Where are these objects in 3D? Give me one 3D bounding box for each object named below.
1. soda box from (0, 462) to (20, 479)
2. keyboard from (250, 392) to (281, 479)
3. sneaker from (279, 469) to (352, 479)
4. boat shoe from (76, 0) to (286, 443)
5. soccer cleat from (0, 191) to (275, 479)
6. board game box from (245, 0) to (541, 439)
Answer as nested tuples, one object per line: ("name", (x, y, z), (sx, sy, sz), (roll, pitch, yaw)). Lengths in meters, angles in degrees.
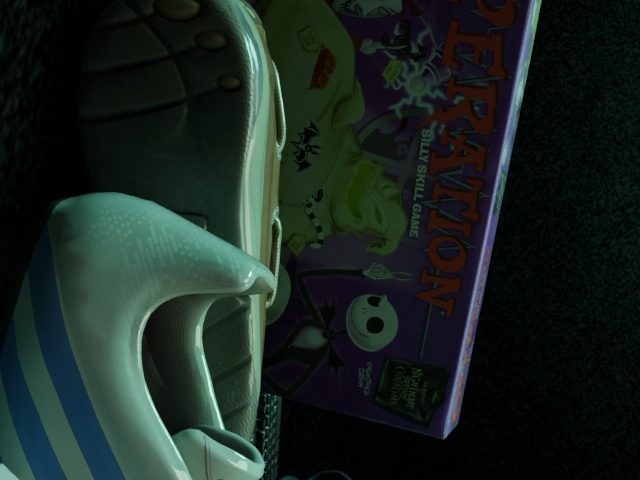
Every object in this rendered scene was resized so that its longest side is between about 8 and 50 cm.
("soda box", (-0.182, 0.189, 0.546), (0.074, 0.069, 0.216), (76, 29, -64))
("keyboard", (-0.060, 0.148, 1.165), (0.201, 0.033, 0.317), (-61, 159, -53))
("sneaker", (-0.047, 0.316, 1.151), (0.321, 0.125, 0.180), (-67, 166, -48))
("boat shoe", (-0.073, 0.019, 0.767), (0.116, 0.123, 0.324), (-42, 144, -73))
("soccer cleat", (-0.108, 0.144, 0.662), (0.116, 0.143, 0.331), (-12, 114, -77))
("board game box", (0.017, -0.067, 0.877), (0.056, 0.208, 0.346), (-26, 126, -75))
